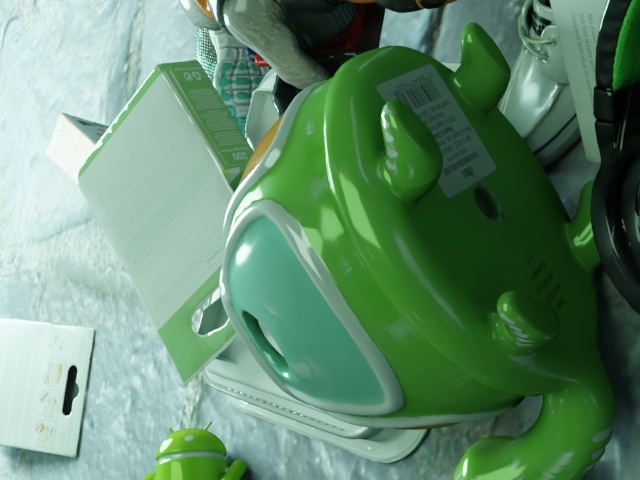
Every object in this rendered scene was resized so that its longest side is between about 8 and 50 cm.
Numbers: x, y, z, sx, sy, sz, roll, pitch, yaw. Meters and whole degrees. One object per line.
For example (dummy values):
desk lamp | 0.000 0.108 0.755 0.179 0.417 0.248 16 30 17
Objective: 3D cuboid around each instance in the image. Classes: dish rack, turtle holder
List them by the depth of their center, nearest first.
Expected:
turtle holder | 0.076 0.030 0.936 0.227 0.320 0.243 -33 28 34
dish rack | 0.000 0.000 1.139 0.285 0.072 0.333 11 88 51

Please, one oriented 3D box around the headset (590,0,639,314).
headset | 0.244 0.009 0.711 0.243 0.185 0.394 11 118 53

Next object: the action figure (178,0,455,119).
action figure | 0.019 -0.265 1.073 0.330 0.178 0.341 -19 49 28

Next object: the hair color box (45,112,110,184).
hair color box | -0.203 -0.069 1.370 0.167 0.093 0.053 40 111 47

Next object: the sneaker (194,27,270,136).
sneaker | -0.090 -0.162 1.302 0.076 0.065 0.166 132 137 -52

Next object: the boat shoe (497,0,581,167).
boat shoe | 0.176 -0.158 0.968 0.083 0.076 0.226 44 114 46

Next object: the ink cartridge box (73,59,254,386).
ink cartridge box | -0.114 -0.016 1.182 0.171 0.056 0.235 -44 70 38

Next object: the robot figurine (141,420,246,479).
robot figurine | -0.116 0.223 1.213 0.101 0.067 0.115 -11 70 18

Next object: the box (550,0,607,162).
box | 0.268 -0.136 0.773 0.322 0.058 0.232 14 131 49

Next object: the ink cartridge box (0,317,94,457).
ink cartridge box | -0.318 0.162 1.499 0.179 0.045 0.145 3 81 31
